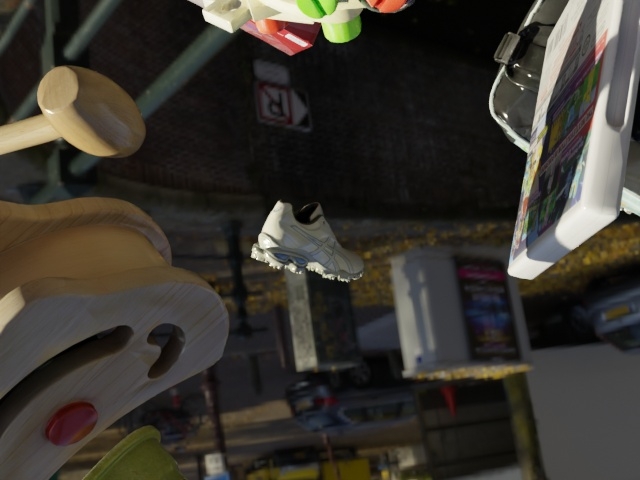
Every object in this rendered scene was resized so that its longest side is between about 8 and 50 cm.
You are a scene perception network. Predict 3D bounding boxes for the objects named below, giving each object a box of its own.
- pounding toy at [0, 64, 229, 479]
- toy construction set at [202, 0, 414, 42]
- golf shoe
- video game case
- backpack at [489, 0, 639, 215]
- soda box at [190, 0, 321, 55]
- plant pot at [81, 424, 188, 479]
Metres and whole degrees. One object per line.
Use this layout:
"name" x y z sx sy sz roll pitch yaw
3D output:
"pounding toy" -0.162 0.034 0.524 0.269 0.155 0.154 -52 147 10
"toy construction set" -0.043 -0.240 0.628 0.215 0.151 0.328 -1 153 14
"golf shoe" 0.000 0.000 1.142 0.069 0.086 0.176 19 -176 40
"video game case" 0.159 -0.080 0.585 0.023 0.183 0.201 12 169 2
"backpack" 0.289 -0.123 0.757 0.253 0.225 0.191 31 -171 19
"soda box" -0.116 -0.327 1.137 0.263 0.092 0.083 25 173 -21
"plant pot" -0.187 0.406 1.116 0.254 0.276 0.276 35 167 10
